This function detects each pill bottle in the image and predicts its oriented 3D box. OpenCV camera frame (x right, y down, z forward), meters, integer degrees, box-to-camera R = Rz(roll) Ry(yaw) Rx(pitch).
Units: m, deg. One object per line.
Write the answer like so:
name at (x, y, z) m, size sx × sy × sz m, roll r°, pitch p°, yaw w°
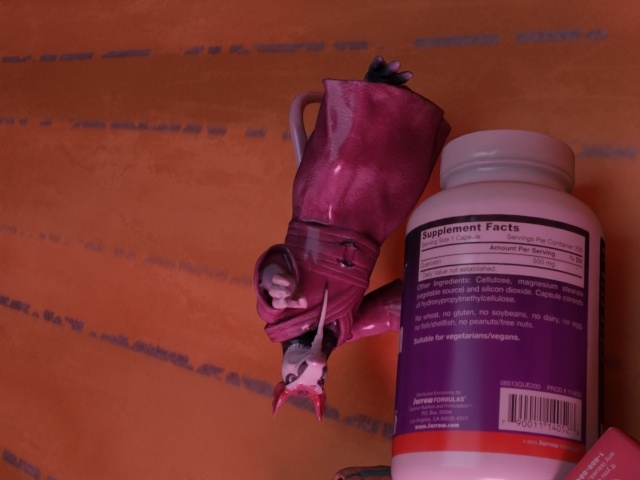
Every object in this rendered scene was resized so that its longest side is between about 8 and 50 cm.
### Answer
pill bottle at (0.161, 0.074, 1.047) m, size 0.181 × 0.181 × 0.323 m, roll -15°, pitch 63°, yaw 46°

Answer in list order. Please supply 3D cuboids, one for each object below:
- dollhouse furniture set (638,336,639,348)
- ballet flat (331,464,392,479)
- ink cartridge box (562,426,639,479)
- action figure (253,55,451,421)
dollhouse furniture set at (0.309, 0.086, 0.909) m, size 0.183 × 0.129 × 0.129 m, roll 10°, pitch 83°, yaw 50°
ballet flat at (-0.012, 0.361, 1.185) m, size 0.107 × 0.106 × 0.316 m, roll 31°, pitch 99°, yaw 51°
ink cartridge box at (0.262, 0.304, 0.846) m, size 0.207 × 0.117 × 0.283 m, roll -48°, pitch 40°, yaw -1°
action figure at (0.000, 0.000, 1.215) m, size 0.275 × 0.248 × 0.370 m, roll 11°, pitch 81°, yaw 52°
